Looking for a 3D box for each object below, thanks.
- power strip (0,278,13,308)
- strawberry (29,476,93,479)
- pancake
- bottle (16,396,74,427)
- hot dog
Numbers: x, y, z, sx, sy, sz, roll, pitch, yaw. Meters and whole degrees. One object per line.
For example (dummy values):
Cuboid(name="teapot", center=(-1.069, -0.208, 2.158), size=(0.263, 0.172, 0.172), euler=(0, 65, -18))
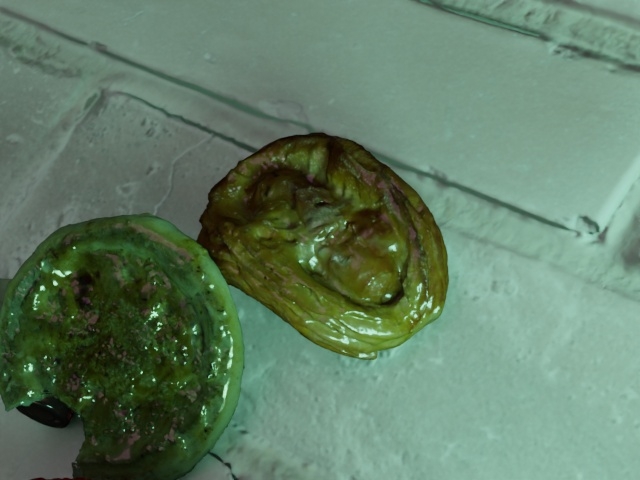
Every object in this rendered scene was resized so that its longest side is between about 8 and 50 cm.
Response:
Cuboid(name="power strip", center=(-0.223, 0.076, 1.844), size=(0.226, 0.029, 0.080), euler=(2, 63, 2))
Cuboid(name="strawberry", center=(-0.220, 0.274, 1.668), size=(0.234, 0.178, 0.234), euler=(-17, 44, 17))
Cuboid(name="pancake", center=(-0.179, 0.096, 1.769), size=(0.253, 0.037, 0.254), euler=(1, 93, 18))
Cuboid(name="bottle", center=(-0.234, 0.092, 1.884), size=(0.060, 0.060, 0.164), euler=(4, 59, 33))
Cuboid(name="hot dog", center=(-0.002, -0.003, 1.772), size=(0.175, 0.114, 0.259), euler=(-43, 45, -18))
